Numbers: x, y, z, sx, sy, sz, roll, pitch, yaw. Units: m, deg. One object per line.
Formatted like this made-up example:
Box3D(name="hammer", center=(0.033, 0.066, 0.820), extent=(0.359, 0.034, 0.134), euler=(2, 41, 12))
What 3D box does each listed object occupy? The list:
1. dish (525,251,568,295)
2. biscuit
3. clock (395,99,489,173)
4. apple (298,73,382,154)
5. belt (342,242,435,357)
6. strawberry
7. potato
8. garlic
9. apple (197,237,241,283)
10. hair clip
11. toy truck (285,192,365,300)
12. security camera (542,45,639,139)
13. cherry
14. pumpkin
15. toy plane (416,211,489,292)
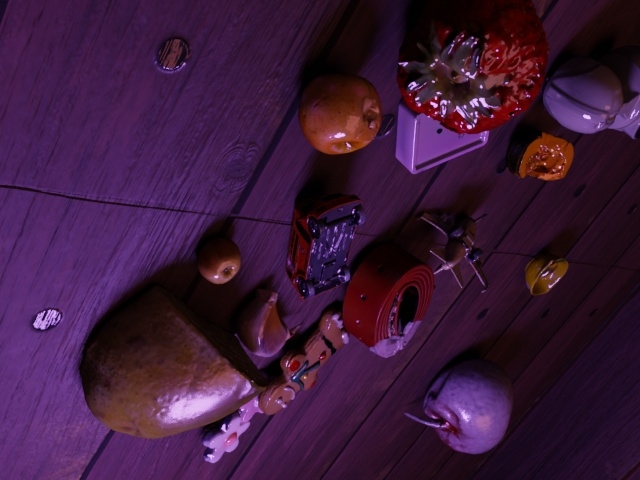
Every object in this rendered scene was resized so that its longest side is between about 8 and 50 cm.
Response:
Box3D(name="dish", center=(0.714, 0.094, 2.199), extent=(0.149, 0.080, 0.208), euler=(-31, 146, -10))
Box3D(name="biscuit", center=(-0.034, 0.308, 1.671), extent=(0.301, 0.049, 0.197), euler=(-46, 146, -13))
Box3D(name="clock", center=(0.248, -0.235, 1.366), extent=(0.197, 0.063, 0.150), euler=(-24, 138, -20))
Box3D(name="apple", center=(0.032, -0.205, 1.128), extent=(0.146, 0.146, 0.146), euler=(-27, 143, -22))
Box3D(name="belt", center=(0.169, 0.152, 1.655), extent=(0.227, 0.115, 0.324), euler=(-39, 146, -23))
Box3D(name="strawberry", center=(0.272, -0.326, 1.169), extent=(0.277, 0.257, 0.257), euler=(-57, 159, -38))
Box3D(name="potato", center=(-0.284, 0.284, 1.291), extent=(0.280, 0.213, 0.330), euler=(-41, 145, -2))
Box3D(name="garlic", center=(-0.109, 0.191, 1.480), extent=(0.128, 0.090, 0.198), euler=(-50, 143, -10))
Box3D(name="apple", center=(-0.182, 0.038, 1.244), extent=(0.084, 0.071, 0.084), euler=(-28, 144, -23))
Box3D(name="hair clip", center=(-0.198, 0.426, 1.666), extent=(0.257, 0.075, 0.146), euler=(-45, 142, -4))
Box3D(name="toy truck", center=(0.000, 0.000, 1.349), extent=(0.107, 0.114, 0.253), euler=(-20, 142, -28))
Box3D(name="security camera", center=(0.633, -0.333, 1.553), extent=(0.277, 0.191, 0.197), euler=(-16, 143, -30))
Box3D(name="cherry", center=(0.514, 0.552, 2.346), extent=(0.335, 0.291, 0.326), euler=(-56, 137, -12))
Box3D(name="pumpkin", center=(0.507, -0.207, 1.634), extent=(0.183, 0.107, 0.119), euler=(5, 118, -38))
Box3D(name="toy plane", center=(0.337, 0.005, 1.654), extent=(0.104, 0.242, 0.256), euler=(-38, -173, 45))
